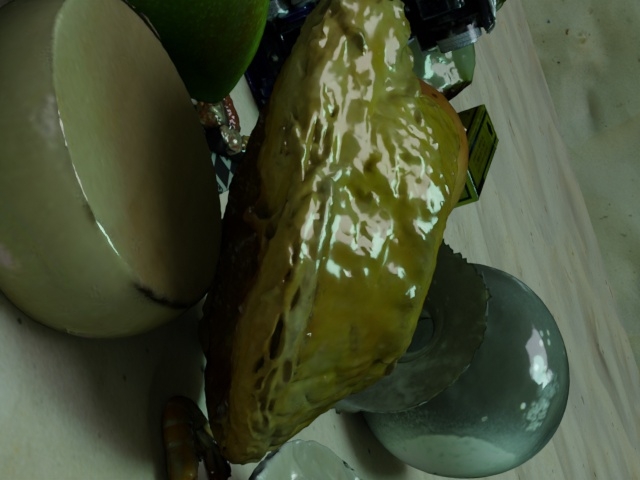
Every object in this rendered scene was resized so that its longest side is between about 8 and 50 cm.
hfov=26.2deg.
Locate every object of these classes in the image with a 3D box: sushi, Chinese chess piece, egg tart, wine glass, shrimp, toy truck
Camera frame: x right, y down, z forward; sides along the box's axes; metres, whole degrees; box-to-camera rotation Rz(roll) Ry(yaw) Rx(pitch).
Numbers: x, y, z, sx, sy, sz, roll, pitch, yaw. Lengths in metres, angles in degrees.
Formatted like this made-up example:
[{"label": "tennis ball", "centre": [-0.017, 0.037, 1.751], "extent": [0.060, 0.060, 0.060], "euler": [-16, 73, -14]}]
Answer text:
[{"label": "sushi", "centre": [-0.092, -0.112, 1.302], "extent": [0.126, 0.026, 0.120], "euler": [70, 21, -6]}, {"label": "Chinese chess piece", "centre": [-0.163, -0.054, 0.969], "extent": [0.251, 0.097, 0.250], "euler": [-17, 90, -71]}, {"label": "egg tart", "centre": [0.000, 0.000, 1.047], "extent": [0.339, 0.153, 0.351], "euler": [123, -20, -60]}, {"label": "wine glass", "centre": [0.123, 0.119, 1.395], "extent": [0.323, 0.238, 0.238], "euler": [44, 34, -56]}, {"label": "shrimp", "centre": [-0.095, 0.179, 1.054], "extent": [0.127, 0.025, 0.091], "euler": [-91, 156, -44]}, {"label": "toy truck", "centre": [0.051, -0.237, 1.432], "extent": [0.155, 0.268, 0.124], "euler": [-52, 123, -68]}]

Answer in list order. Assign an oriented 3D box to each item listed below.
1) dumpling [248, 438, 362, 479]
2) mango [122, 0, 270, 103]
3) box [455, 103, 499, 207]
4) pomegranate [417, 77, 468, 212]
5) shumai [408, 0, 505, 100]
[{"label": "dumpling", "centre": [-0.014, 0.243, 1.049], "extent": [0.172, 0.142, 0.247], "euler": [65, 33, -14]}, {"label": "mango", "centre": [-0.140, -0.260, 1.062], "extent": [0.225, 0.201, 0.382], "euler": [59, -5, 46]}, {"label": "box", "centre": [0.139, -0.094, 1.727], "extent": [0.064, 0.141, 0.220], "euler": [65, 21, -18]}, {"label": "pomegranate", "centre": [0.067, -0.087, 1.472], "extent": [0.191, 0.191, 0.191], "euler": [52, 28, -44]}, {"label": "shumai", "centre": [0.099, -0.305, 1.806], "extent": [0.309, 0.304, 0.263], "euler": [14, 95, -69]}]
